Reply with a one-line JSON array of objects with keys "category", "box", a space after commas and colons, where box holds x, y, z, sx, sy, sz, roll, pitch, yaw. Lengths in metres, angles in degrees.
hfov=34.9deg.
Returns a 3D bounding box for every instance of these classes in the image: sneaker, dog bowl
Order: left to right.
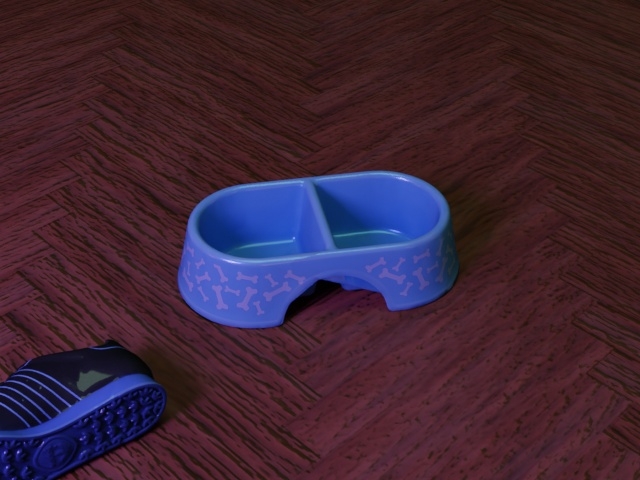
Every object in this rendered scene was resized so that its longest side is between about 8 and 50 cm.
[{"category": "sneaker", "box": [-0.248, 0.151, 0.847, 0.232, 0.081, 0.090, -17, 38, -33]}, {"category": "dog bowl", "box": [0.000, 0.000, 1.047, 0.297, 0.074, 0.166, -6, 38, -10]}]
